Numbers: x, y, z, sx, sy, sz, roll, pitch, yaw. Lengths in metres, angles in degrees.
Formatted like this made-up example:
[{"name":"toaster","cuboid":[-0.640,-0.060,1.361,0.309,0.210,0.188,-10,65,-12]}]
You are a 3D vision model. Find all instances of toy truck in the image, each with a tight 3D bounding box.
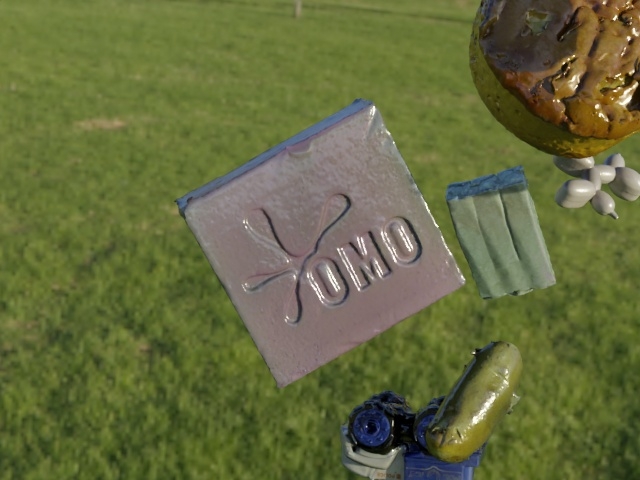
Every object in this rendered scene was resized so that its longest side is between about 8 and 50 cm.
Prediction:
[{"name":"toy truck","cuboid":[0.135,0.317,1.707,0.213,0.176,0.161,2,1,15]}]

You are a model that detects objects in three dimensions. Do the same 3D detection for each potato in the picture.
[{"name":"potato","cuboid":[0.205,0.217,1.527,0.085,0.105,0.188,24,58,33]}]

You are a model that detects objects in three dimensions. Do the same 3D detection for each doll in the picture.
[{"name":"doll","cuboid":[0.476,-0.103,1.984,0.160,0.059,0.161,19,47,-10]}]

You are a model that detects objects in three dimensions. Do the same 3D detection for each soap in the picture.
[{"name":"soap","cuboid":[0.000,0.000,1.542,0.296,0.285,0.107,-31,12,-4]}]

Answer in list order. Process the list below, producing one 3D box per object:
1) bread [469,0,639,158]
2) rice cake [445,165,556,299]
[{"name":"bread","cuboid":[0.412,-0.314,1.839,0.398,0.398,0.215,5,-24,-6]},{"name":"rice cake","cuboid":[0.250,-0.002,1.594,0.124,0.211,0.038,-14,39,21]}]
